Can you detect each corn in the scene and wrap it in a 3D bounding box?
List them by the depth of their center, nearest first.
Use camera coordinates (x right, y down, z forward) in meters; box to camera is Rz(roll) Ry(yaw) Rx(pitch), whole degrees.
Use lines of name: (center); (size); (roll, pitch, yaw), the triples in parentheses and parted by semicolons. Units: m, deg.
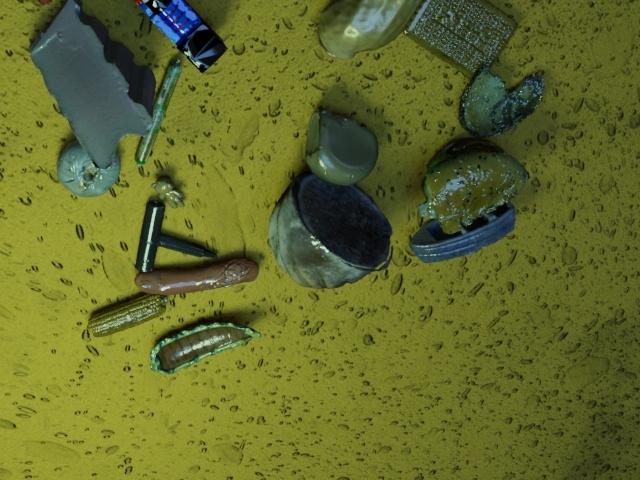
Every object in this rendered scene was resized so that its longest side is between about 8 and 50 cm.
corn: (-0.470, 0.182, 2.088); (0.207, 0.068, 0.068); (-22, 121, -5)

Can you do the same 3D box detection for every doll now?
doll: (-0.354, -0.107, 1.981); (0.062, 0.051, 0.093); (-8, 120, 20)

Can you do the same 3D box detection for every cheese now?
cheese: (0.053, -0.213, 2.000); (0.203, 0.091, 0.175); (9, 77, -39)

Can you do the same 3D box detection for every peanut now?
peanut: (0.138, -0.531, 1.846); (0.174, 0.158, 0.340); (11, 119, -44)

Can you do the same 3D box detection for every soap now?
soap: (-0.464, -0.320, 1.700); (0.159, 0.302, 0.258); (-37, 119, 9)

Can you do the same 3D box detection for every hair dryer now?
hair dryer: (-0.336, -0.005, 2.047); (0.195, 0.050, 0.173); (4, 117, -23)

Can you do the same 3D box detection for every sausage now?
sausage: (-0.363, -0.282, 1.897); (0.033, 0.033, 0.269); (16, 111, -23)
sausage: (-0.300, 0.091, 2.088); (0.305, 0.078, 0.078); (-8, 119, -11)

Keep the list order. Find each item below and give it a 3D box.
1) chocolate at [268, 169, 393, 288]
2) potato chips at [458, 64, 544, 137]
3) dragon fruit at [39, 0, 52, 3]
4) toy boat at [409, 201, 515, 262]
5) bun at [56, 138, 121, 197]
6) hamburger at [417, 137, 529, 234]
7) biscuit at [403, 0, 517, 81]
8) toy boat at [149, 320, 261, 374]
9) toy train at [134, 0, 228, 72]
chocolate: (0.000, 0.000, 2.034); (0.303, 0.303, 0.213); (27, 130, -27)
potato chips: (0.444, -0.345, 2.099); (0.220, 0.029, 0.202); (-5, 126, -14)
dragon fruit: (-0.470, -0.574, 1.654); (0.212, 0.134, 0.261); (2, 112, -30)
toy boat: (0.362, -0.027, 2.193); (0.283, 0.127, 0.078); (-25, 127, -5)
bun: (-0.514, -0.157, 1.889); (0.141, 0.083, 0.140); (-8, 121, -14)
hamburger: (0.360, -0.154, 2.100); (0.288, 0.167, 0.192); (-31, 123, 1)
biscuit: (0.331, -0.494, 1.996); (0.255, 0.029, 0.172); (25, 107, -27)
toy boat: (-0.293, 0.258, 2.167); (0.293, 0.099, 0.108); (-18, 120, 1)
toy train: (-0.291, -0.454, 1.770); (0.083, 0.131, 0.204); (-42, 120, 8)
